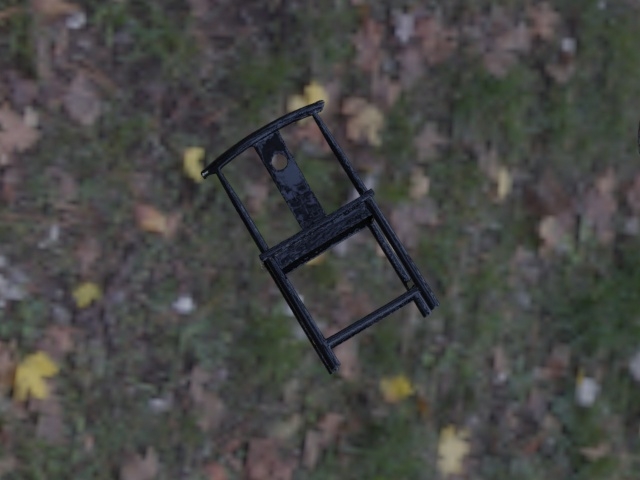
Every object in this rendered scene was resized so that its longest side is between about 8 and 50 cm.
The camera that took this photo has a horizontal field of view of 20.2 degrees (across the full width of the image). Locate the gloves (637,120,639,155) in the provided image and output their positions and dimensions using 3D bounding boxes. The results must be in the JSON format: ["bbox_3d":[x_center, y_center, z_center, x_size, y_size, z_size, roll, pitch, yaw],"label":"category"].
[{"bbox_3d":[0.269,-0.015,0.971,0.119,0.229,0.097,26,91,-46],"label":"gloves"}]

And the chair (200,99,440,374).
[{"bbox_3d":[0.000,0.000,1.963,0.260,0.154,0.141,59,-5,6],"label":"chair"}]
